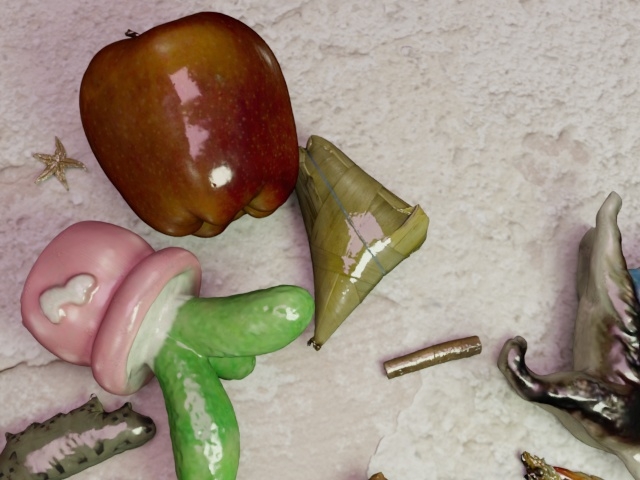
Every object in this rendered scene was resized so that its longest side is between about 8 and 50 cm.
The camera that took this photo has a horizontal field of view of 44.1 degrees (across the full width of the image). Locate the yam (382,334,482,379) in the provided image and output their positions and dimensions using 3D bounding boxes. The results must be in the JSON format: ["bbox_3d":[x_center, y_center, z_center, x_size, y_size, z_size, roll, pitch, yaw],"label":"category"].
[{"bbox_3d":[0.161,0.168,1.141,0.145,0.032,0.032,-15,73,-8],"label":"yam"}]

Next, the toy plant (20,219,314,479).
[{"bbox_3d":[-0.216,0.141,1.047,0.356,0.210,0.317,27,89,6],"label":"toy plant"}]

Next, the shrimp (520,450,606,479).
[{"bbox_3d":[0.353,0.354,1.084,0.190,0.042,0.101,37,53,10],"label":"shrimp"}]

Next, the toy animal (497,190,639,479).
[{"bbox_3d":[0.437,0.146,1.082,0.302,0.194,0.344,36,76,15],"label":"toy animal"}]

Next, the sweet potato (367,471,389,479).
[{"bbox_3d":[0.089,0.492,0.993,0.109,0.109,0.386,-6,77,-5],"label":"sweet potato"}]

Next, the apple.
[{"bbox_3d":[-0.176,-0.164,1.114,0.288,0.288,0.317,-23,87,-10],"label":"apple"}]

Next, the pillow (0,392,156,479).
[{"bbox_3d":[-0.347,0.273,1.071,0.241,0.051,0.093,-23,73,-8],"label":"pillow"}]

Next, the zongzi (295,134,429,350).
[{"bbox_3d":[0.000,0.000,1.159,0.228,0.115,0.256,40,85,14],"label":"zongzi"}]

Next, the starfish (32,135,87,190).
[{"bbox_3d":[-0.403,-0.122,1.221,0.092,0.016,0.086,7,73,6],"label":"starfish"}]
